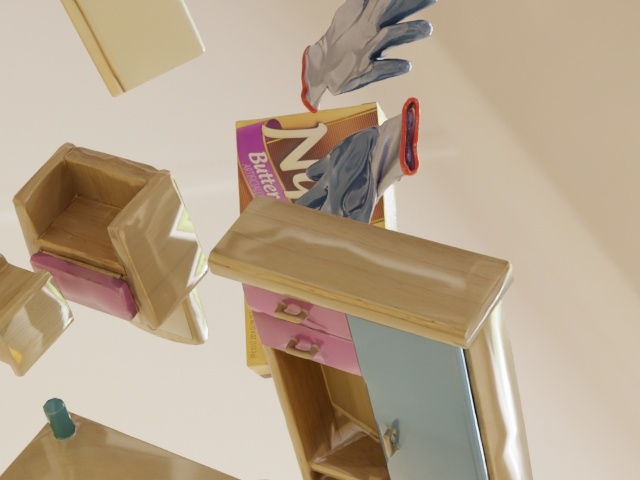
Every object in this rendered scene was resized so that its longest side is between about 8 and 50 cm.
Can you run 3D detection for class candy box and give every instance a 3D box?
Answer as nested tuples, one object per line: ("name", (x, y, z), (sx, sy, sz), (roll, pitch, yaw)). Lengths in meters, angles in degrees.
("candy box", (0.000, 0.000, 1.335), (0.053, 0.109, 0.186), (47, -142, -70))

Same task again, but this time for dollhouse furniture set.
("dollhouse furniture set", (-0.071, 0.149, 0.850), (0.286, 0.198, 0.303), (16, -131, 29))

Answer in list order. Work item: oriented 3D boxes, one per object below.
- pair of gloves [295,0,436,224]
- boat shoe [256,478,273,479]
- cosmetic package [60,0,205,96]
("pair of gloves", (0.025, -0.075, 1.120), (0.023, 0.159, 0.198), (12, -114, -23))
("boat shoe", (0.012, 0.261, 1.678), (0.184, 0.063, 0.066), (34, -104, -35))
("cosmetic package", (-0.229, -0.308, 1.800), (0.160, 0.113, 0.309), (62, 178, 42))
